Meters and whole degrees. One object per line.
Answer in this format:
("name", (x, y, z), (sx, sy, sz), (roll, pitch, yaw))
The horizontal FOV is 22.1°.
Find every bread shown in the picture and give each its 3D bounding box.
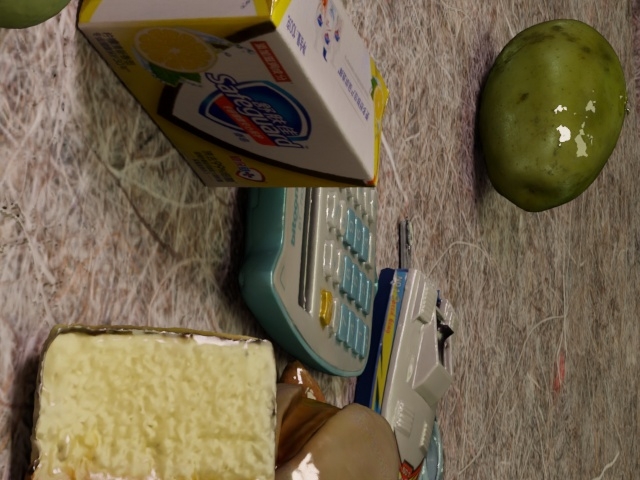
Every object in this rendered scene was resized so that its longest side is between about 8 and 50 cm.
("bread", (-0.121, 0.180, 1.155), (0.178, 0.135, 0.240), (12, 79, -69))

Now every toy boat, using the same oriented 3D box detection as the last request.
("toy boat", (0.092, 0.183, 1.799), (0.129, 0.088, 0.295), (48, 47, -52))

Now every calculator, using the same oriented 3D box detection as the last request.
("calculator", (0.000, 0.000, 1.621), (0.386, 0.054, 0.256), (39, 52, -65))

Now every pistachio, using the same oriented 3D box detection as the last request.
("pistachio", (-0.026, 0.223, 1.385), (0.288, 0.166, 0.197), (-31, 141, -72))

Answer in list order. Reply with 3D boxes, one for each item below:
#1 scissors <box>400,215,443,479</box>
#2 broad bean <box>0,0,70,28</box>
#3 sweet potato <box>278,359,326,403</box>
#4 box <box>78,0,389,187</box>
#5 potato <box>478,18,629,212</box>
("scissors", (0.110, 0.151, 1.938), (0.191, 0.029, 0.360), (7, 82, -68))
("broad bean", (-0.208, -0.236, 1.029), (0.169, 0.100, 0.228), (-59, 155, -43))
("sweet potato", (-0.011, 0.220, 1.573), (0.065, 0.051, 0.218), (-47, 131, -65))
("box", (-0.060, -0.144, 1.312), (0.265, 0.168, 0.097), (56, 41, -58))
("potato", (0.322, -0.178, 2.297), (0.304, 0.215, 0.216), (-64, 147, -35))
